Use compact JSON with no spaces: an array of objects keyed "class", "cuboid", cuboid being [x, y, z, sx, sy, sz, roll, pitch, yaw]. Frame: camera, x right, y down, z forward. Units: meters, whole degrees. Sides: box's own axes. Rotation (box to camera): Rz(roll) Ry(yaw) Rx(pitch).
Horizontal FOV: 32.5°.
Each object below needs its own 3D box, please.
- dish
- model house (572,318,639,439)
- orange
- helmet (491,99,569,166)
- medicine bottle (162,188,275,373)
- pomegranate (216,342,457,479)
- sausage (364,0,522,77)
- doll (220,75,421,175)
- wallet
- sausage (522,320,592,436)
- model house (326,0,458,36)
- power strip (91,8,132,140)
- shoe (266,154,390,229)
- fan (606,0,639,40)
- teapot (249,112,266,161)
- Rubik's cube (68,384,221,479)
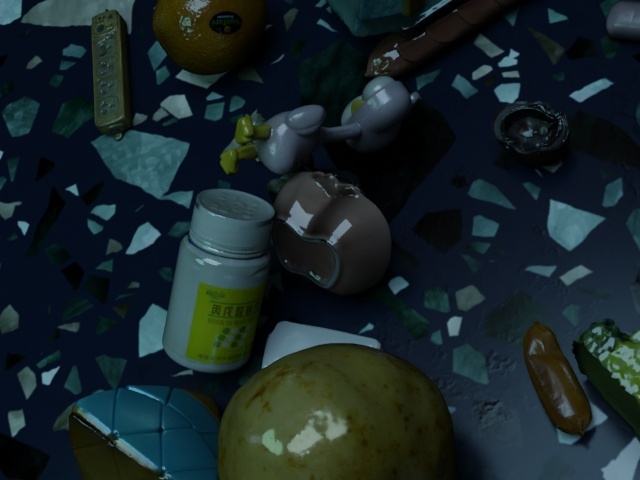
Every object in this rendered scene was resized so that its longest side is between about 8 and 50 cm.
[{"class":"dish","cuboid":[0.000,0.000,1.674,0.213,0.213,0.090,28,47,29]},{"class":"model house","cuboid":[0.465,0.142,1.445,0.211,0.194,0.170,-38,56,0]},{"class":"orange","cuboid":[-0.194,-0.394,1.954,0.206,0.206,0.206,-8,63,16]},{"class":"helmet","cuboid":[0.332,-0.161,1.715,0.123,0.070,0.098,26,69,36]},{"class":"medicine bottle","cuboid":[-0.153,0.061,1.672,0.143,0.143,0.258,25,114,28]},{"class":"pomegranate","cuboid":[0.036,0.301,1.444,0.342,0.342,0.342,-8,63,16]},{"class":"sausage","cuboid":[0.256,-0.396,1.855,0.433,0.088,0.088,-31,59,2]},{"class":"doll","cuboid":[0.019,-0.177,1.728,0.365,0.160,0.094,-23,71,-33]},{"class":"wallet","cuboid":[0.001,0.179,1.690,0.190,0.033,0.095,11,68,24]},{"class":"sausage","cuboid":[0.330,0.198,1.550,0.062,0.054,0.183,-8,55,-21]},{"class":"model house","cuboid":[0.140,-0.489,1.835,0.248,0.230,0.280,-13,36,-12]},{"class":"power strip","cuboid":[-0.397,-0.325,2.077,0.064,0.044,0.305,-16,60,13]},{"class":"shoe","cuboid":[0.024,-0.070,1.774,0.227,0.099,0.112,21,63,26]},{"class":"fan","cuboid":[0.569,-0.336,1.720,0.244,0.074,0.130,15,82,31]},{"class":"teapot","cuboid":[-0.101,-0.174,1.894,0.067,0.057,0.083,-53,49,24]},{"class":"Rubik's cube","cuboid":[-0.209,0.309,1.612,0.254,0.254,0.254,-8,63,16]}]
